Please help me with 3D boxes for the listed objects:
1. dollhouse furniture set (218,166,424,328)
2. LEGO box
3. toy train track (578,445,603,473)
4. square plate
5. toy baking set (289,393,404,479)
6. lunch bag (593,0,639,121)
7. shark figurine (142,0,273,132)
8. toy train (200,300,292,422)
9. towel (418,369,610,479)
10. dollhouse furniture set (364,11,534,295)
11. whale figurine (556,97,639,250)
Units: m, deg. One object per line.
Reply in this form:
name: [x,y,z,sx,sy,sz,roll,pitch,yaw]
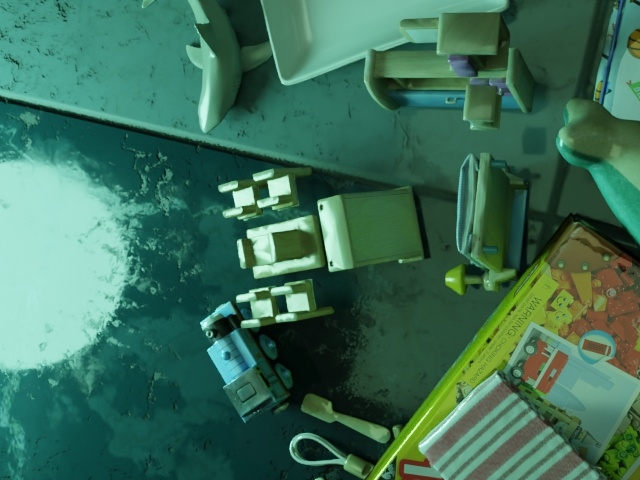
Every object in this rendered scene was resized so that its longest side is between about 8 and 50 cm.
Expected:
dollhouse furniture set: [0.000,0.000,1.318,0.242,0.161,0.212,-12,87,42]
LEGO box: [0.313,0.274,1.138,0.372,0.193,0.500,37,103,9]
toy train track: [0.277,0.249,1.038,0.083,0.014,0.048,10,105,19]
square plate: [0.062,-0.433,1.305,0.343,0.049,0.347,-16,86,20]
toy baking set: [0.054,0.345,1.339,0.196,0.030,0.256,-12,88,20]
lunch bag: [0.469,-0.195,1.132,0.243,0.115,0.304,14,97,17]
shark figurine: [-0.184,-0.322,1.365,0.166,0.116,0.278,-31,83,17]
toy train: [-0.111,0.176,1.355,0.080,0.105,0.184,-35,80,17]
towel: [0.223,0.260,1.039,0.197,0.029,0.144,46,113,9]
dollhouse furniture set: [0.143,-0.092,1.161,0.198,0.286,0.304,3,84,22]
whale figurine: [0.374,-0.050,1.022,0.272,0.216,0.141,28,130,0]
